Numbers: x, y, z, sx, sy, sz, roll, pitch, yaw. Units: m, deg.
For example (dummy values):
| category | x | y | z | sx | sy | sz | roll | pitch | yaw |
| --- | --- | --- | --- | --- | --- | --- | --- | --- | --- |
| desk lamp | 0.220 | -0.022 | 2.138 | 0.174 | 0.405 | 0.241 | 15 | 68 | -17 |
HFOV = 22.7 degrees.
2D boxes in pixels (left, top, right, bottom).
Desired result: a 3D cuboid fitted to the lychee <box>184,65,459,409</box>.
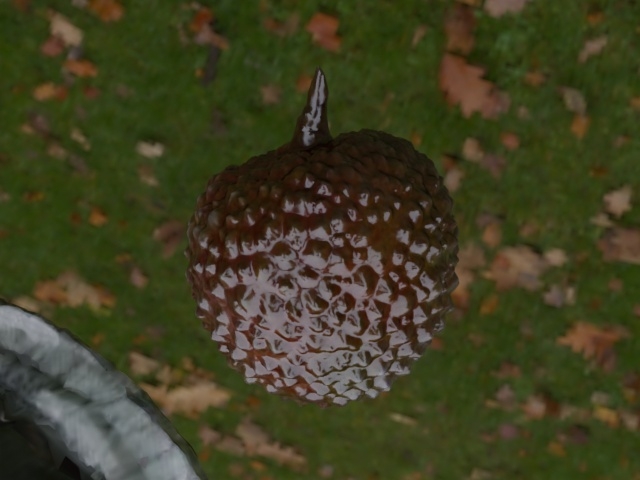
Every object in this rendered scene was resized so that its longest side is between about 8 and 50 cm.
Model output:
| category | x | y | z | sx | sy | sz | roll | pitch | yaw |
| --- | --- | --- | --- | --- | --- | --- | --- | --- | --- |
| lychee | 0.000 | 0.000 | 0.924 | 0.165 | 0.165 | 0.197 | -8 | 98 | 36 |

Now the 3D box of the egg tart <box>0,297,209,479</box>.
| category | x | y | z | sx | sy | sz | roll | pitch | yaw |
| --- | --- | --- | --- | --- | --- | --- | --- | --- | --- |
| egg tart | -0.123 | 0.117 | 0.352 | 0.234 | 0.234 | 0.094 | 10 | 169 | 15 |
